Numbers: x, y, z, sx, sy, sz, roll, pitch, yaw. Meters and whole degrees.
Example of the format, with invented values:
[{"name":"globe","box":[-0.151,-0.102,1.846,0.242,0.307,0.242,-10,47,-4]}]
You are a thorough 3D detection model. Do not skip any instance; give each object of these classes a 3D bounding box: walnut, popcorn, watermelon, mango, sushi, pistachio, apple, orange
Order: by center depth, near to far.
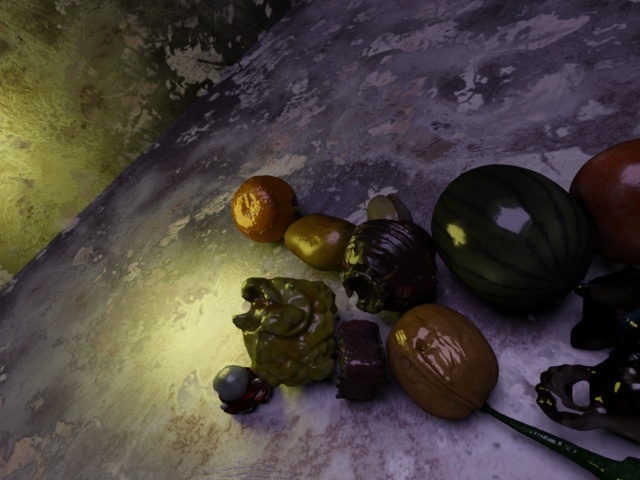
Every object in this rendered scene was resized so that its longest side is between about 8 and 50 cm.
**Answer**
[{"name":"apple","box":[0.627,-0.079,0.788,0.253,0.253,0.253,-16,47,17]},{"name":"walnut","box":[0.233,0.233,0.797,0.193,0.193,0.225,-30,46,3]},{"name":"sushi","box":[0.083,0.235,0.846,0.107,0.241,0.161,-1,54,2]},{"name":"watermelon","box":[0.385,-0.020,0.860,0.279,0.279,0.359,-34,37,-1]},{"name":"popcorn","box":[-0.078,0.214,0.960,0.242,0.235,0.250,-4,62,4]},{"name":"pistachio","box":[0.190,-0.065,1.118,0.124,0.124,0.185,-25,42,8]},{"name":"mango","box":[0.000,0.000,1.168,0.262,0.130,0.167,20,70,46]},{"name":"orange","box":[-0.176,-0.102,1.302,0.219,0.193,0.219,0,92,7]}]

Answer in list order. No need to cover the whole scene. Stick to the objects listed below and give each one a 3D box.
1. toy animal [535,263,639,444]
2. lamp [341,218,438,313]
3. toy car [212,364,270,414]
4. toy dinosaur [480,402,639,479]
[{"name":"toy animal","box":[0.525,0.173,0.675,0.303,0.194,0.344,1,48,23]},{"name":"lamp","box":[0.156,0.064,0.951,0.247,0.247,0.247,-16,47,17]},{"name":"toy car","box":[-0.200,0.350,0.985,0.139,0.112,0.112,-16,46,18]},{"name":"toy dinosaur","box":[0.418,0.334,0.555,0.301,0.447,0.087,25,85,9]}]
